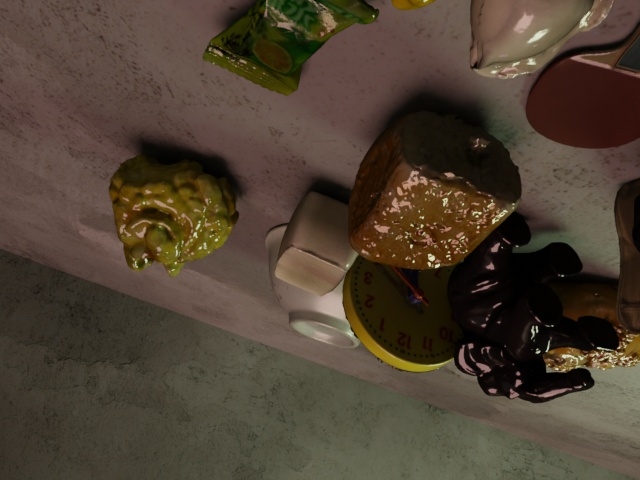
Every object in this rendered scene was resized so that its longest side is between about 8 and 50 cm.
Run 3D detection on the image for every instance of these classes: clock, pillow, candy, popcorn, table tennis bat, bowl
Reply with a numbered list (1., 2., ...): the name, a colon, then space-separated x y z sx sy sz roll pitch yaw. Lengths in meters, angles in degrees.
1. clock: 0.183 0.114 1.120 0.277 0.293 0.071 18 146 -12
2. pillow: 0.458 0.017 0.753 0.033 0.217 0.130 12 164 -37
3. candy: -0.049 -0.264 0.699 0.149 0.069 0.246 23 153 -23
4. popcorn: -0.305 -0.054 1.189 0.250 0.234 0.241 2 136 9
5. table tennis bat: 0.335 -0.183 0.640 0.154 0.021 0.274 17 159 6
6. bowl: 0.037 0.147 1.404 0.435 0.195 0.434 16 157 7

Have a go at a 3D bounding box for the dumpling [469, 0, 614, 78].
1. dumpling: 0.212 -0.231 0.535 0.127 0.108 0.188 -3 146 -13

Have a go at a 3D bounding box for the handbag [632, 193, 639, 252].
1. handbag: 0.519 -0.083 0.562 0.288 0.152 0.342 9 146 12

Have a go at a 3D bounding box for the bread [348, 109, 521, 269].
1. bread: 0.161 -0.082 0.817 0.196 0.176 0.246 14 145 -14

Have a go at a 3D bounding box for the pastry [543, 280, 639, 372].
1. pastry: 0.517 0.190 1.166 0.311 0.161 0.255 -7 144 45

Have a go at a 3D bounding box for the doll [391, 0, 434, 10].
1. doll: 0.080 -0.284 0.561 0.135 0.071 0.113 8 147 37

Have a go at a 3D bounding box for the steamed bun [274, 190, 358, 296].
1. steamed bun: 0.000 0.000 1.136 0.146 0.164 0.241 23 159 -4

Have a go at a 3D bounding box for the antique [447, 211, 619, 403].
1. antique: 0.354 0.135 1.021 0.185 0.322 0.255 -5 153 -28
